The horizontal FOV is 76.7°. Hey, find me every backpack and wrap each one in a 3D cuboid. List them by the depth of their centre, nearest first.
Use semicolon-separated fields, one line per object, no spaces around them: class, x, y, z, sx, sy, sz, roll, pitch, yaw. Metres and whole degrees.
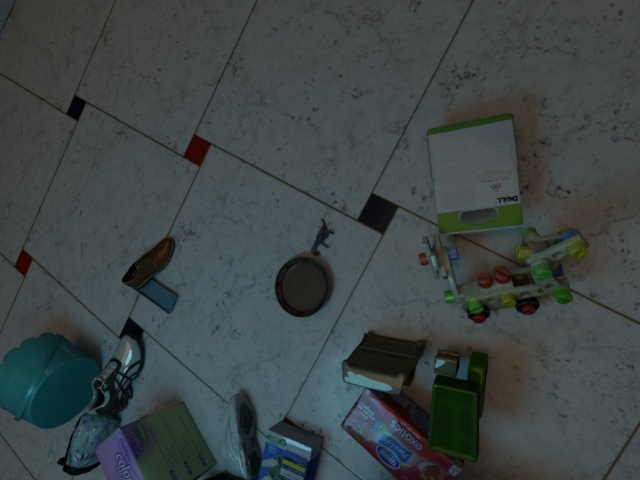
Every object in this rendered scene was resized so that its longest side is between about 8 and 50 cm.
backpack;-0.746;0.652;1.326;0.115;0.152;0.182;17;88;8

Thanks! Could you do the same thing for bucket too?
bucket;-0.898;0.467;1.340;0.183;0.281;0.281;17;91;21

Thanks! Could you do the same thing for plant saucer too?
plant saucer;-0.048;0.130;1.133;0.168;0.029;0.168;-3;82;23
plant saucer;-0.553;0.172;1.351;0.192;0.018;0.067;26;95;24

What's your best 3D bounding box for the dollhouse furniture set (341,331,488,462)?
dollhouse furniture set;0.212;0.335;0.924;0.302;0.197;0.151;4;102;26

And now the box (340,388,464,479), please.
box;0.193;0.455;0.939;0.257;0.128;0.122;36;101;22

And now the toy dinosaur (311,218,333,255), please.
toy dinosaur;0.000;0.000;1.132;0.082;0.047;0.090;-45;36;22

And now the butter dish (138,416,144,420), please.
butter dish;-0.578;0.666;1.254;0.160;0.118;0.160;37;98;23

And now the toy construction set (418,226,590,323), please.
toy construction set;0.377;0.069;0.861;0.328;0.215;0.151;-3;50;31

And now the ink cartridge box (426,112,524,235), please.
ink cartridge box;0.361;-0.144;0.952;0.189;0.097;0.255;-6;85;22

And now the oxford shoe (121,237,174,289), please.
oxford shoe;-0.564;0.072;1.329;0.076;0.076;0.212;39;87;26

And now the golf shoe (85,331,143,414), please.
golf shoe;-0.664;0.437;1.317;0.105;0.120;0.272;14;89;26

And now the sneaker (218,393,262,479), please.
sneaker;-0.245;0.555;1.141;0.115;0.090;0.232;-14;78;25

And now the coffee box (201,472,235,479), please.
coffee box;-0.259;0.802;1.061;0.168;0.119;0.297;-22;76;53

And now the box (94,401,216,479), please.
box;-0.456;0.611;1.139;0.117;0.243;0.213;-43;71;13

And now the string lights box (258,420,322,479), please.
string lights box;-0.091;0.637;1.069;0.133;0.077;0.259;11;89;23
